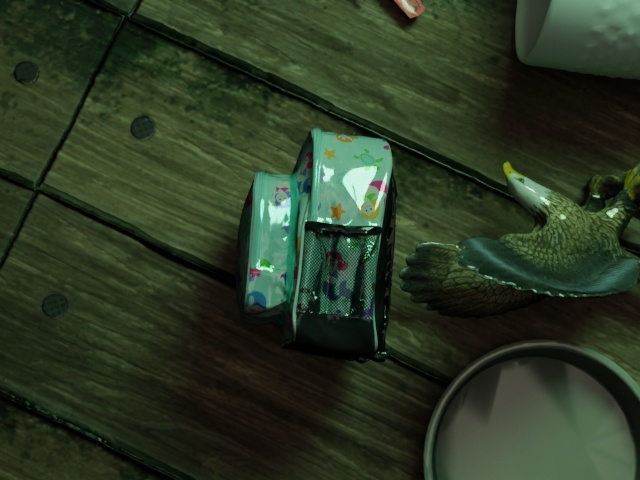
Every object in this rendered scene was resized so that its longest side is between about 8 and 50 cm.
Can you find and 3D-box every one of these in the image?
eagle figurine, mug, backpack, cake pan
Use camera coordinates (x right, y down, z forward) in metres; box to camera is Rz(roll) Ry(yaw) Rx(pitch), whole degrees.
[{"bbox_3d":[0.265,0.008,1.129,0.298,0.226,0.225,-38,49,-20],"label":"eagle figurine"},{"bbox_3d":[0.425,-0.365,1.106,0.327,0.276,0.374,8,110,1],"label":"mug"},{"bbox_3d":[0.000,0.000,1.117,0.191,0.225,0.254,12,81,-5],"label":"backpack"},{"bbox_3d":[0.268,0.267,1.178,0.293,0.054,0.293,0,85,-1],"label":"cake pan"}]

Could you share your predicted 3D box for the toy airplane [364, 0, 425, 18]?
[{"bbox_3d":[0.103,-0.363,1.248,0.151,0.028,0.151,0,86,-2],"label":"toy airplane"}]
